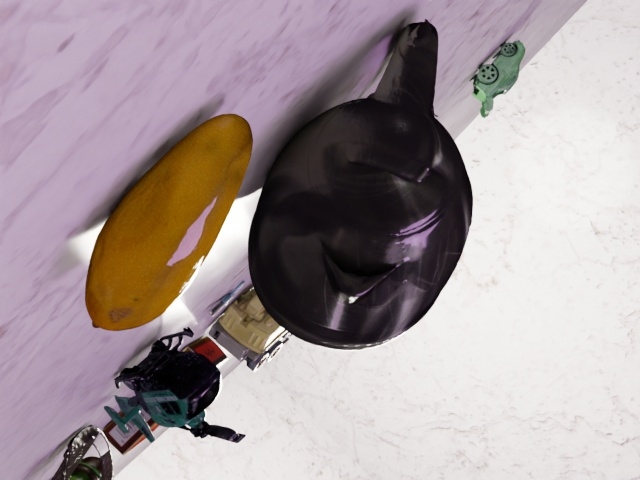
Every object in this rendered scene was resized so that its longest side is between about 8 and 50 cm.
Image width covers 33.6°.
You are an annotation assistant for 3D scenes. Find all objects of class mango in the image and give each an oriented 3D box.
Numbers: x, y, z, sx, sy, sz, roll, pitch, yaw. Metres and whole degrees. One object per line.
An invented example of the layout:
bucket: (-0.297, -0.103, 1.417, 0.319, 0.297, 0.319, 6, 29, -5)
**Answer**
mango: (-0.110, -0.006, 0.751, 0.190, 0.075, 0.098, -50, -170, 21)

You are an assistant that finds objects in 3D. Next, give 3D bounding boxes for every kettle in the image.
kettle: (0.059, -0.066, 1.092, 0.324, 0.228, 0.320, 110, -1, -71)

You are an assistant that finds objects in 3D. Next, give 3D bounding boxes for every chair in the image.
chair: (-0.401, 0.413, 1.704, 0.213, 0.149, 0.174, -50, 173, 15)

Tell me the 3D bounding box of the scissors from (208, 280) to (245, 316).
scissors: (-0.162, 0.103, 1.779, 0.058, 0.014, 0.119, -47, 179, 26)

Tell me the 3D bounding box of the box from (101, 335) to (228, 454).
box: (-0.295, 0.293, 2.029, 0.240, 0.074, 0.153, -44, 172, 8)

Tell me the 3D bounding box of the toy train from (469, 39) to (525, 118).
toy train: (0.351, -0.323, 2.089, 0.149, 0.081, 0.099, -44, 175, -5)

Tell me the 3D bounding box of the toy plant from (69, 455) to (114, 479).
toy plant: (-0.469, 0.478, 2.022, 0.093, 0.093, 0.162, -47, 173, 29)

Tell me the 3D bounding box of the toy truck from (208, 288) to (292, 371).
toy truck: (-0.090, 0.131, 2.069, 0.272, 0.124, 0.157, -33, 158, -55)

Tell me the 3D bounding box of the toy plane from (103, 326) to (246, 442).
toy plane: (-0.225, 0.231, 1.544, 0.106, 0.155, 0.382, -43, -167, -33)
